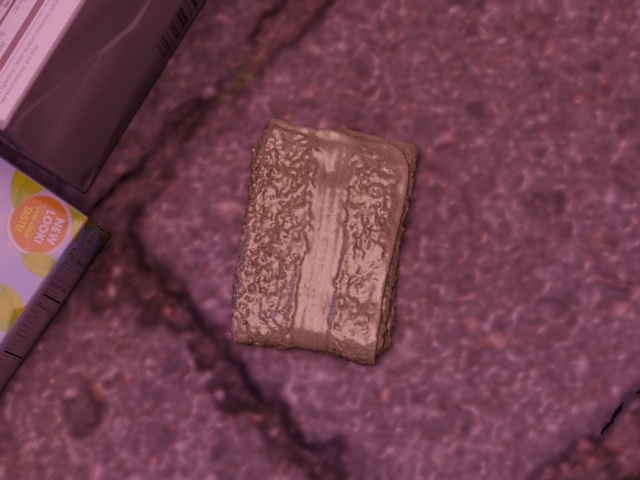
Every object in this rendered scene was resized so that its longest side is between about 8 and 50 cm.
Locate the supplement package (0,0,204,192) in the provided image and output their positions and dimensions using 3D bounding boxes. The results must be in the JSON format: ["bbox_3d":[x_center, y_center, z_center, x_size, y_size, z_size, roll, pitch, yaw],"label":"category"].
[{"bbox_3d":[-0.155,-0.190,1.047,0.145,0.204,0.262,31,85,9],"label":"supplement package"}]

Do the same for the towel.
[{"bbox_3d":[0.000,0.000,1.091,0.110,0.027,0.148,8,82,8],"label":"towel"}]

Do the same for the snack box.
[{"bbox_3d":[-0.265,0.029,1.089,0.174,0.070,0.207,34,86,10],"label":"snack box"}]
